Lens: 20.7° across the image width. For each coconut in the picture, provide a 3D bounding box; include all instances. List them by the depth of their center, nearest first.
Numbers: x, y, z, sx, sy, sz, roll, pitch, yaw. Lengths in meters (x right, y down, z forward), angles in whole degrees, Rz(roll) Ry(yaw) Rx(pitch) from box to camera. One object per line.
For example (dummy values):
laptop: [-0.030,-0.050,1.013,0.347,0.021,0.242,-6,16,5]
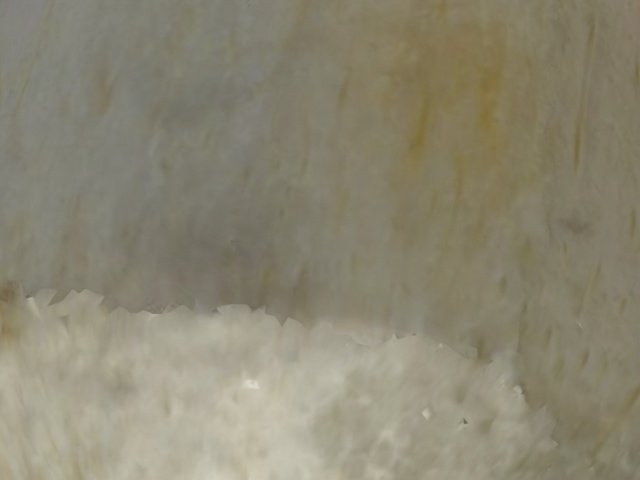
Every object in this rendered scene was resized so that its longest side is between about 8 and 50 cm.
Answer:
coconut: [0.000,0.000,0.727,0.415,0.415,0.345,54,171,33]
